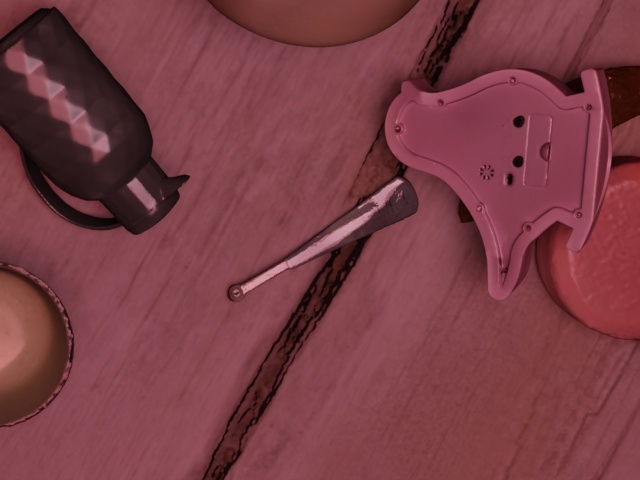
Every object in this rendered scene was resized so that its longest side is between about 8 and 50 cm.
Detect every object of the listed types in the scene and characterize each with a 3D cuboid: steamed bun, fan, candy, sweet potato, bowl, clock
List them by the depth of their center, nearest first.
[{"bbox_3d":[-0.011,-0.371,1.713,0.324,0.206,0.324,7,61,-12],"label":"steamed bun"},{"bbox_3d":[-0.410,0.116,1.808,0.211,0.112,0.211,-2,102,-10],"label":"bowl"},{"bbox_3d":[0.222,-0.075,1.843,0.275,0.080,0.290,4,100,20],"label":"clock"},{"bbox_3d":[0.311,-0.144,1.905,0.341,0.092,0.114,-31,121,-3],"label":"sweet potato"},{"bbox_3d":[0.000,0.000,1.911,0.282,0.023,0.057,-28,106,-6],"label":"fan"},{"bbox_3d":[0.413,0.016,1.953,0.255,0.094,0.255,-2,101,-10],"label":"candy"}]

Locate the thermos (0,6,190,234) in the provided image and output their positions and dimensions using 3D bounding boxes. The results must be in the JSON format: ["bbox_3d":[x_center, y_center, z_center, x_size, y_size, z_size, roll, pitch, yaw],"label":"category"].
[{"bbox_3d":[-0.299,-0.125,1.773,0.182,0.145,0.286,-29,109,29],"label":"thermos"}]
